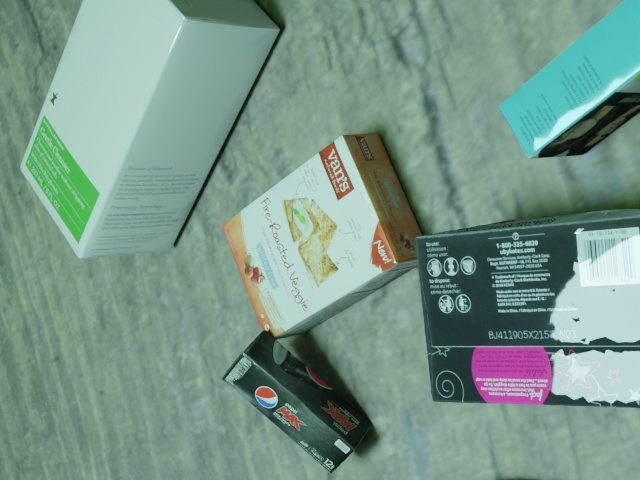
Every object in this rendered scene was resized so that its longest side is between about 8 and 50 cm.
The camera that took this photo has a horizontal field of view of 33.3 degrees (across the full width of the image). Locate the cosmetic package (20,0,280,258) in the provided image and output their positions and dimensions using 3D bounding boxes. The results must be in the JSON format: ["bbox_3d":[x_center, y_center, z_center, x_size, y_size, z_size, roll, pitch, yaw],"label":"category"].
[{"bbox_3d":[-0.225,-0.176,1.357,0.197,0.155,0.365,49,126,31],"label":"cosmetic package"}]

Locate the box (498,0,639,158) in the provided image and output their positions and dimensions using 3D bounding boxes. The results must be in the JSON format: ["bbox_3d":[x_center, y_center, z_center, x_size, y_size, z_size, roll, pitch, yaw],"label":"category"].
[{"bbox_3d":[0.276,-0.162,0.917,0.244,0.100,0.060,-41,68,39],"label":"box"}]

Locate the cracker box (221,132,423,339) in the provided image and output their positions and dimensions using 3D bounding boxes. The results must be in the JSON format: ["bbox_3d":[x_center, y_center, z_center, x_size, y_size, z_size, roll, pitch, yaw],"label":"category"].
[{"bbox_3d":[0.000,0.000,1.223,0.232,0.067,0.155,-34,72,40],"label":"cracker box"}]

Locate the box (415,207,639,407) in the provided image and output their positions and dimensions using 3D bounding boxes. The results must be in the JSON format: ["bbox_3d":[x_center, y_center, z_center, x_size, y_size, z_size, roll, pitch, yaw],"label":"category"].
[{"bbox_3d":[0.229,0.057,0.961,0.247,0.142,0.163,-6,90,43],"label":"box"}]

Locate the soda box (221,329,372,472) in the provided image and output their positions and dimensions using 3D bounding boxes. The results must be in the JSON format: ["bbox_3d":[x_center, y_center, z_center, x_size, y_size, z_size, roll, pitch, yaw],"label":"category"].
[{"bbox_3d":[-0.027,0.185,1.234,0.169,0.060,0.053,41,124,3],"label":"soda box"}]
